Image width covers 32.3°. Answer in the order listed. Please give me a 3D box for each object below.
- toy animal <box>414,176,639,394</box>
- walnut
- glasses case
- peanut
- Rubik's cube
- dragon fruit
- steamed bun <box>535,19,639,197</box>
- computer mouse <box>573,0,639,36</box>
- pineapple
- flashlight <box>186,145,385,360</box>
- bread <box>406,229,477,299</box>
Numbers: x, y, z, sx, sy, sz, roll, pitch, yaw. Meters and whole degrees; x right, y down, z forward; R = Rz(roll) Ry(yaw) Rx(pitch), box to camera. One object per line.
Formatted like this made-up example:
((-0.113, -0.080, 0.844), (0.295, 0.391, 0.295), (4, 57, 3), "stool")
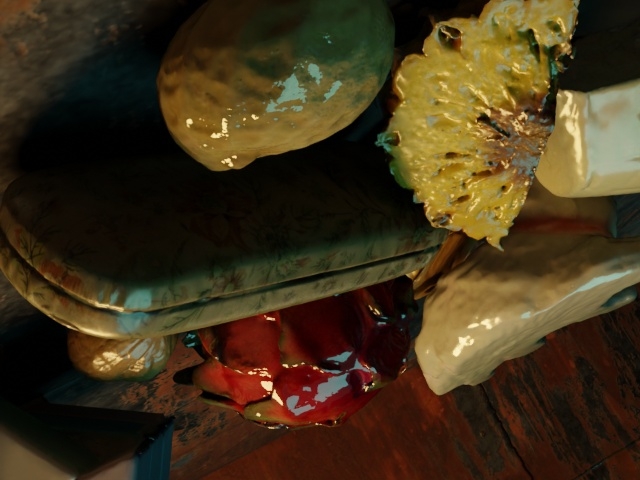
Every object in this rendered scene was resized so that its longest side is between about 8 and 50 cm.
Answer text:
((0.218, 0.040, 1.278), (0.266, 0.188, 0.308), (-24, 165, -18), "toy animal")
((-0.197, 0.092, 1.092), (0.124, 0.105, 0.105), (-32, 167, 36), "walnut")
((-0.056, -0.014, 0.873), (0.425, 0.156, 0.098), (-11, 132, -49), "glasses case")
((-0.030, -0.108, 0.695), (0.159, 0.109, 0.140), (-41, 148, 26), "peanut")
((-0.314, 0.321, 1.174), (0.368, 0.358, 0.387), (-25, 177, -1), "Rubik's cube")
((-0.028, 0.091, 1.068), (0.274, 0.193, 0.192), (-30, 154, 11), "dragon fruit")
((0.307, -0.152, 1.138), (0.225, 0.170, 0.200), (-8, 128, -14), "steamed bun")
((0.247, -0.225, 0.882), (0.147, 0.088, 0.264), (-24, 168, -7), "computer mouse")
((0.109, -0.135, 0.902), (0.140, 0.164, 0.250), (3, 140, -5), "pineapple")
((0.000, 0.000, 1.173), (0.103, 0.103, 0.424), (-11, 155, -50), "flashlight")
((0.112, -0.010, 1.277), (0.132, 0.114, 0.190), (-57, 168, 21), "bread")
